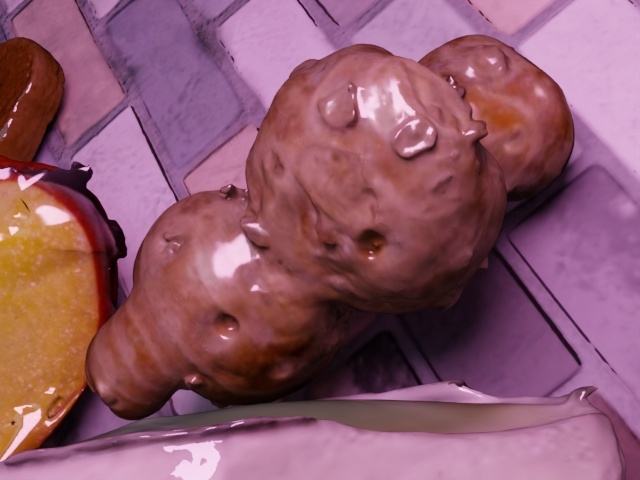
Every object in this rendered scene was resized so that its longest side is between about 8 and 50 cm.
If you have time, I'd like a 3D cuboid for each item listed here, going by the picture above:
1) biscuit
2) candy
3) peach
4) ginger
[{"bbox_3d":[-0.423,-0.065,1.061,0.381,0.074,0.359,-36,54,8],"label":"biscuit"},{"bbox_3d":[-0.062,0.179,0.544,0.426,0.386,0.186,-13,84,46],"label":"candy"},{"bbox_3d":[-0.325,0.083,0.837,0.362,0.257,0.201,-69,19,-3],"label":"peach"},{"bbox_3d":[0.000,0.000,0.663,0.375,0.256,0.176,-39,82,13],"label":"ginger"}]
